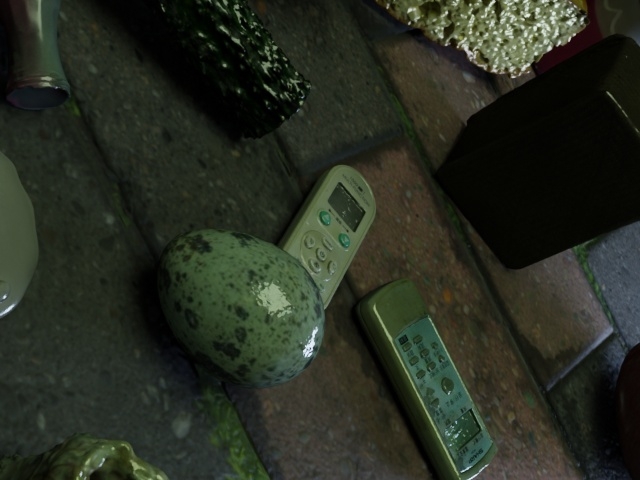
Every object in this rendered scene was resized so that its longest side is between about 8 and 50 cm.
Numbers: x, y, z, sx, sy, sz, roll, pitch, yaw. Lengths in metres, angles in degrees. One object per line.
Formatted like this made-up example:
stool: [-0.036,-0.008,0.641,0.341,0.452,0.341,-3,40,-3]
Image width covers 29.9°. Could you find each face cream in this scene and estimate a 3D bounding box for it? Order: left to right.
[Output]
face cream: [0.443,-0.297,1.811,0.175,0.195,0.175,25,53,-39]

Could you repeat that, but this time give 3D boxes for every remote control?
remote control: [0.000,0.000,1.284,0.078,0.042,0.221,48,41,-17]
remote control: [0.118,0.156,1.332,0.098,0.038,0.233,-27,91,-50]

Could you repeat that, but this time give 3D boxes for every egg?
egg: [-0.075,0.059,1.098,0.172,0.132,0.132,42,43,-10]

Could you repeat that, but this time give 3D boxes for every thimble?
thimble: [-0.177,0.236,0.878,0.137,0.143,0.190,0,69,-47]

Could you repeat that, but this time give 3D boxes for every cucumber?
cucumber: [-0.142,-0.257,1.185,0.359,0.096,0.096,51,40,-30]

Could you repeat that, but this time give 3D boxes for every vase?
vase: [-0.267,-0.227,1.090,0.086,0.086,0.214,6,70,-46]

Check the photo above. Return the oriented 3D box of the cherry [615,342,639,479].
cherry: [0.505,0.249,1.571,0.261,0.221,0.307,19,38,-44]

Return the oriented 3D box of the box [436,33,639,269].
box: [0.306,-0.106,1.498,0.184,0.273,0.143,50,44,-15]

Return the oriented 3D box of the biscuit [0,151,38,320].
biscuit: [-0.309,-0.007,0.944,0.208,0.049,0.181,-24,87,-52]

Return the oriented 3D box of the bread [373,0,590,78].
bread: [0.196,-0.374,1.582,0.340,0.194,0.179,24,55,-33]
